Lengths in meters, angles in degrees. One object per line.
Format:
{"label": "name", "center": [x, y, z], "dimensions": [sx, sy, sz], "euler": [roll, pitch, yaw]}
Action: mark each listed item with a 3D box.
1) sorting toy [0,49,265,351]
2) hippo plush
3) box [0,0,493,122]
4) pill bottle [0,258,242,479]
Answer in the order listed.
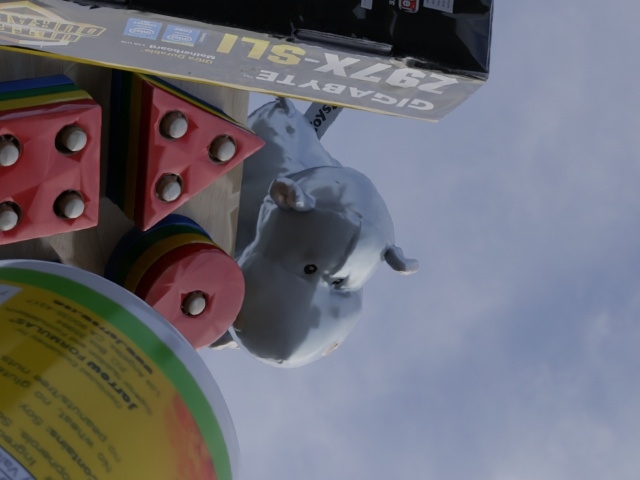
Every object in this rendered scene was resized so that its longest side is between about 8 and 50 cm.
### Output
{"label": "sorting toy", "center": [-0.154, -0.018, 0.963], "dimensions": [0.089, 0.255, 0.257], "euler": [39, -49, 45]}
{"label": "hippo plush", "center": [0.000, 0.000, 1.196], "dimensions": [0.294, 0.234, 0.236], "euler": [-59, -148, 5]}
{"label": "box", "center": [-0.042, -0.235, 0.634], "dimensions": [0.079, 0.257, 0.322], "euler": [145, -49, -70]}
{"label": "pill bottle", "center": [-0.123, 0.106, 0.347], "dimensions": [0.136, 0.246, 0.136], "euler": [6, -69, 16]}
